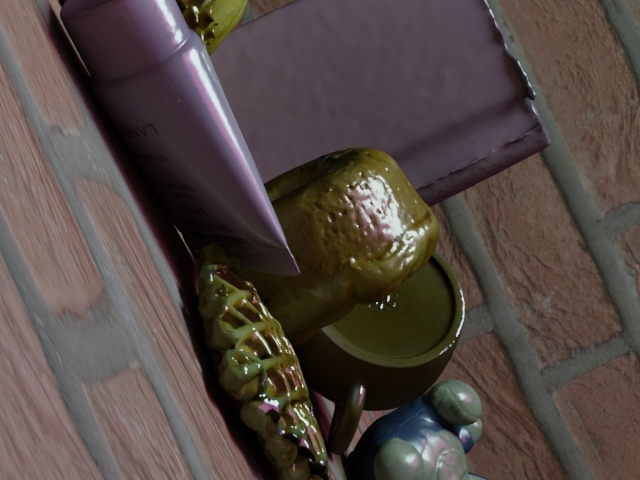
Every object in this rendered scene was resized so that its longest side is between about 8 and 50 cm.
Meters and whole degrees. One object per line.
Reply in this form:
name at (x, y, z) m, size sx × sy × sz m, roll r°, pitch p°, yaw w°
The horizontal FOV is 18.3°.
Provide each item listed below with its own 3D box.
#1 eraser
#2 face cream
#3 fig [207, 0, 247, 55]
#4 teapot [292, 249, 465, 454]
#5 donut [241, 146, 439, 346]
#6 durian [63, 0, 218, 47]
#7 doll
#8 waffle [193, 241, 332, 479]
eraser at (0.043, -0.151, 2.220) m, size 0.272 × 0.359 × 0.122 m, roll 64°, pitch 5°, yaw 5°
face cream at (-0.116, -0.089, 1.637) m, size 0.154 × 0.096 × 0.274 m, roll 4°, pitch -52°, yaw 50°
fig at (-0.113, -0.235, 1.847) m, size 0.143 × 0.230 × 0.160 m, roll -61°, pitch 144°, yaw -40°
teapot at (0.046, 0.112, 2.135) m, size 0.175 × 0.185 × 0.268 m, roll 111°, pitch -5°, yaw -54°
donut at (0.000, 0.000, 1.844) m, size 0.128 × 0.208 × 0.261 m, roll 62°, pitch -4°, yaw -8°
durian at (-0.174, -0.196, 1.735) m, size 0.252 × 0.144 × 0.139 m, roll 59°, pitch -34°, yaw 4°
doll at (0.134, 0.302, 2.188) m, size 0.258 × 0.154 × 0.228 m, roll 57°, pitch 39°, yaw -12°
waffle at (-0.046, 0.111, 1.629) m, size 0.214 × 0.054 × 0.208 m, roll 61°, pitch 4°, yaw -38°
